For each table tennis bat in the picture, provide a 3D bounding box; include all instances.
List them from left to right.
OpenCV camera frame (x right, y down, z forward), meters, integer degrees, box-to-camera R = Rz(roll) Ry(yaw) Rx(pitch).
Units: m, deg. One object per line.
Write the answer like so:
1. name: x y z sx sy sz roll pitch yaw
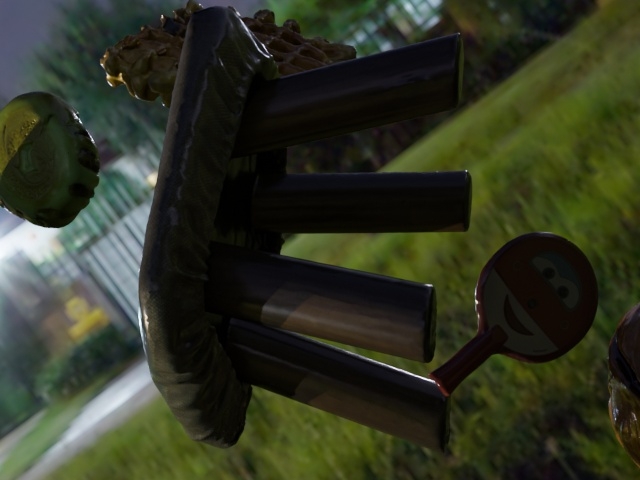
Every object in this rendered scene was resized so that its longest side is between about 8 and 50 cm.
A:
1. table tennis bat: 0.145 0.060 1.085 0.155 0.098 0.019 -40 12 -10

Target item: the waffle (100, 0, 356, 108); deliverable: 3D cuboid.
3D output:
1. waffle: -0.104 -0.198 1.582 0.309 0.283 0.065 -1 -62 -29

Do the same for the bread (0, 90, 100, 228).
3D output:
1. bread: -0.282 -0.081 1.468 0.130 0.139 0.071 -60 -25 10

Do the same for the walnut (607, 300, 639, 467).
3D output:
1. walnut: 0.230 0.068 0.745 0.180 0.144 0.144 -12 -15 -30

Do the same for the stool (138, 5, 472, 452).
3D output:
1. stool: 0.000 0.000 1.168 0.226 0.310 0.310 2 -26 10
